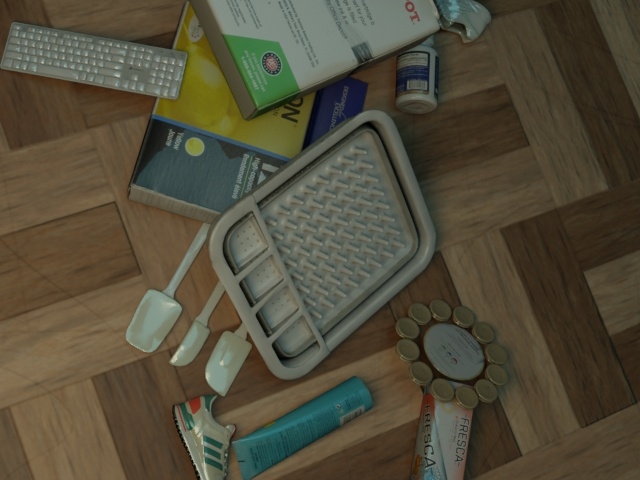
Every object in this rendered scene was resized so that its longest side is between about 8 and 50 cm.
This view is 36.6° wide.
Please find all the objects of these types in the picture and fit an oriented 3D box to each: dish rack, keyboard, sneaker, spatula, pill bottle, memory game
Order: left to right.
[{"bbox_3d":[-0.318,-0.253,1.363,0.256,0.014,0.072,10,72,2],"label":"keyboard"},{"bbox_3d":[-0.150,0.075,1.371,0.168,0.019,0.242,30,71,-7],"label":"spatula"},{"bbox_3d":[-0.140,0.284,1.305,0.075,0.057,0.161,-22,82,-15],"label":"sneaker"},{"bbox_3d":[0.000,0.000,1.355,0.333,0.072,0.286,-39,124,-21],"label":"dish rack"},{"bbox_3d":[0.151,-0.264,1.514,0.067,0.067,0.120,7,76,-15],"label":"pill bottle"},{"bbox_3d":[0.204,-0.380,1.565,0.152,0.053,0.061,35,73,-7],"label":"sneaker"},{"bbox_3d":[0.192,0.164,1.419,0.186,0.012,0.186,13,47,-15],"label":"memory game"}]

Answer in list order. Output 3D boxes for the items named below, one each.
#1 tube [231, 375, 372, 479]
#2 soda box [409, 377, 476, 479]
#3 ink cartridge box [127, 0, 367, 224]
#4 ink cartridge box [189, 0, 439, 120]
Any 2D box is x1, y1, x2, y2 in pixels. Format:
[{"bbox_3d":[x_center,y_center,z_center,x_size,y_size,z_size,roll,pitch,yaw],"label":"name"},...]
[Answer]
[{"bbox_3d":[-0.025,0.259,1.347,0.207,0.052,0.080,-26,122,-21],"label":"tube"},{"bbox_3d":[0.174,0.294,1.397,0.063,0.058,0.183,15,73,-13],"label":"soda box"},{"bbox_3d":[-0.093,-0.161,1.415,0.307,0.072,0.304,16,71,-10],"label":"ink cartridge box"},{"bbox_3d":[-0.011,-0.322,1.349,0.289,0.121,0.211,-25,92,-12],"label":"ink cartridge box"}]
